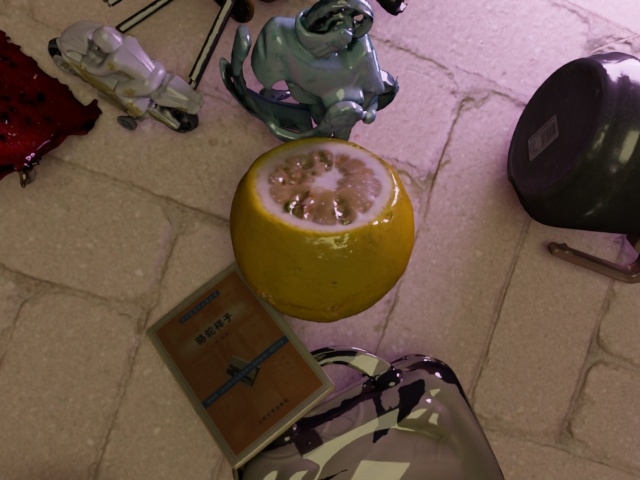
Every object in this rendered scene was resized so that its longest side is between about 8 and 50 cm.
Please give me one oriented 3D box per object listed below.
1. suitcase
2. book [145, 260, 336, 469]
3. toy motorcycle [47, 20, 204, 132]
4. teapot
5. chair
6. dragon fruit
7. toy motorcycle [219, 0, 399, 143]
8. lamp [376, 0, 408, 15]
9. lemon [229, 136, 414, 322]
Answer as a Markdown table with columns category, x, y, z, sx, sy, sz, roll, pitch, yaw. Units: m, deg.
| category | x | y | z | sx | sy | sz | roll | pitch | yaw |
| --- | --- | --- | --- | --- | --- | --- | --- | --- | --- |
| suitcase | 0.057 | 0.312 | 0.964 | 0.351 | 0.194 | 0.339 | -26 | 94 | -8 |
| book | -0.114 | 0.160 | 0.945 | 0.170 | 0.018 | 0.242 | -38 | 61 | -7 |
| toy motorcycle | -0.257 | -0.220 | 0.911 | 0.228 | 0.151 | 0.074 | 30 | 66 | -2 |
| teapot | 0.460 | -0.081 | 1.010 | 0.344 | 0.253 | 0.300 | 20 | 122 | -15 |
| chair | -0.135 | -0.332 | 0.924 | 0.172 | 0.159 | 0.247 | 39 | 87 | -12 |
| dragon fruit | -0.488 | -0.187 | 0.866 | 0.343 | 0.282 | 0.100 | 41 | 126 | -9 |
| toy motorcycle | -0.011 | -0.213 | 0.897 | 0.206 | 0.260 | 0.154 | -12 | 71 | 13 |
| lamp | 0.183 | -0.535 | 0.942 | 0.205 | 0.374 | 0.272 | 40 | 53 | -3 |
| lemon | 0.000 | 0.000 | 0.924 | 0.240 | 0.219 | 0.240 | 1 | 47 | -2 |
